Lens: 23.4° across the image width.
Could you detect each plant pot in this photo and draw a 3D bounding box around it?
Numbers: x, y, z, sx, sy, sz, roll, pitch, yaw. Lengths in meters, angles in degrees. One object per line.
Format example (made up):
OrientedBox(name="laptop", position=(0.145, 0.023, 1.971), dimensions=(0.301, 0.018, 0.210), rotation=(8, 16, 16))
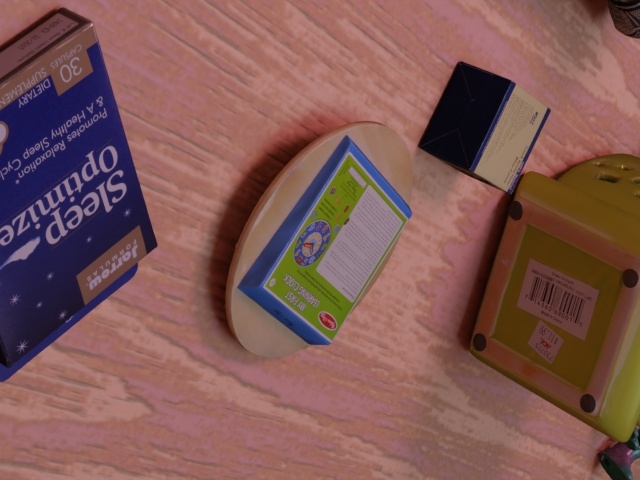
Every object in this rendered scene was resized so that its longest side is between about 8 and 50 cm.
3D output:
OrientedBox(name="plant pot", position=(0.283, 0.055, 1.468), dimensions=(0.207, 0.228, 0.227), rotation=(-2, 114, -44))

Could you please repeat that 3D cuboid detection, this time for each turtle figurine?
OrientedBox(name="turtle figurine", position=(0.446, 0.204, 1.876), dimensions=(0.234, 0.118, 0.175), rotation=(-25, 118, -23))

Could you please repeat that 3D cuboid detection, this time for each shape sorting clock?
OrientedBox(name="shape sorting clock", position=(0.000, 0.000, 1.206), dimensions=(0.206, 0.040, 0.206), rotation=(-37, 142, -36))

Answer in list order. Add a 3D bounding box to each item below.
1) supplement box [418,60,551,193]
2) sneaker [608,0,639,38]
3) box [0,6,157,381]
OrientedBox(name="supplement box", position=(0.141, -0.095, 1.315), dimensions=(0.083, 0.056, 0.083), rotation=(22, 94, -56))
OrientedBox(name="sneaker", position=(0.237, -0.268, 1.296), dimensions=(0.146, 0.134, 0.343), rotation=(-25, 152, 9))
OrientedBox(name="box", position=(-0.174, -0.017, 0.969), dimensions=(0.136, 0.036, 0.225), rotation=(-42, 142, -29))
